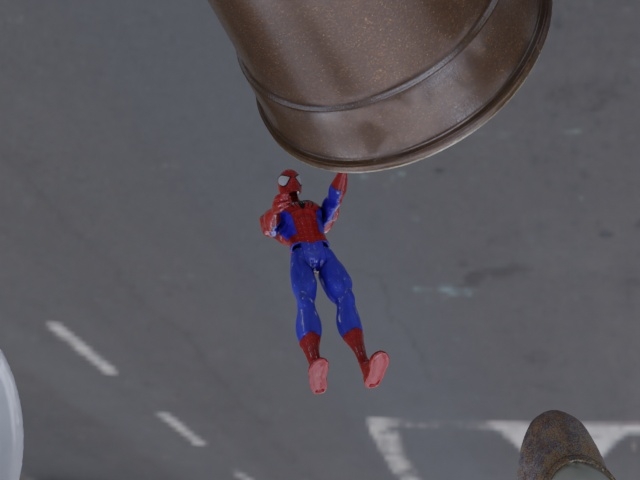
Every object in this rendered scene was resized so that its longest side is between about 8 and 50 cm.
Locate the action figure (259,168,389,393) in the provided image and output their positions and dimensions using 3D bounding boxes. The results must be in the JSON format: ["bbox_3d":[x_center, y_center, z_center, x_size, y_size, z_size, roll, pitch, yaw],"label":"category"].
[{"bbox_3d":[0.000,0.000,1.311,0.091,0.280,0.139,-4,131,-15],"label":"action figure"}]

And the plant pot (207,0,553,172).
[{"bbox_3d":[0.006,-0.147,0.634,0.167,0.167,0.165,-8,144,25],"label":"plant pot"}]

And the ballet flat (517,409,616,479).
[{"bbox_3d":[0.241,0.298,1.197,0.107,0.316,0.106,8,156,-18],"label":"ballet flat"}]

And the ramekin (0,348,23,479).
[{"bbox_3d":[-0.417,0.185,1.216,0.135,0.277,0.277,-5,157,32],"label":"ramekin"}]
